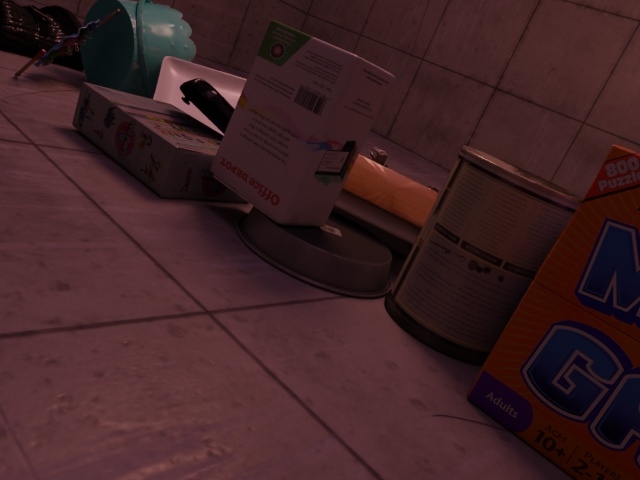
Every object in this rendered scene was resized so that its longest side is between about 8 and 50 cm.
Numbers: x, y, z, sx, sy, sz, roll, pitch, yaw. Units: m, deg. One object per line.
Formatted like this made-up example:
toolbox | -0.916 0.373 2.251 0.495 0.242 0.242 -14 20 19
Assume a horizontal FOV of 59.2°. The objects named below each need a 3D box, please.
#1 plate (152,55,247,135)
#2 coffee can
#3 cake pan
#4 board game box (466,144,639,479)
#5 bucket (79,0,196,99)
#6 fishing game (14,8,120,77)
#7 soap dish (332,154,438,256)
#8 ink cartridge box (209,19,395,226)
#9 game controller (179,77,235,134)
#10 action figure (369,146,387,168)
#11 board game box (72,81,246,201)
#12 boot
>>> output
plate | -0.267 -0.316 1.378 0.278 0.045 0.277 13 51 -17
coffee can | 0.247 0.020 0.870 0.202 0.275 0.201 22 18 -7
cake pan | 0.000 0.000 0.983 0.293 0.054 0.293 22 18 -7
board game box | 0.478 0.129 0.715 0.357 0.356 0.356 34 21 30
bucket | -0.484 -0.497 1.486 0.281 0.281 0.183 34 26 29
fishing game | -0.587 -0.454 1.320 0.041 0.189 0.264 56 40 -24
soap dish | 0.099 -0.082 1.137 0.291 0.118 0.229 28 -5 11
ink cartridge box | -0.038 -0.187 0.932 0.201 0.278 0.117 36 18 33
game controller | -0.159 -0.208 1.175 0.319 0.067 0.166 43 5 -34
action figure | 0.071 -0.167 1.375 0.164 0.140 0.275 -5 43 -23
board game box | -0.292 -0.185 1.082 0.303 0.097 0.224 34 19 31
boot | -0.824 -0.613 1.597 0.260 0.131 0.348 4 26 -48
